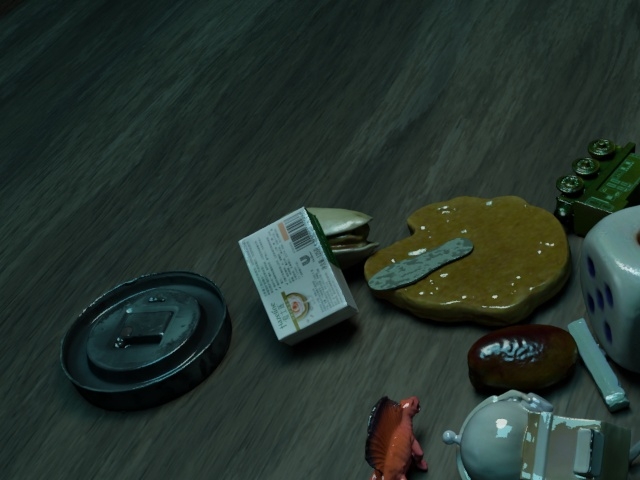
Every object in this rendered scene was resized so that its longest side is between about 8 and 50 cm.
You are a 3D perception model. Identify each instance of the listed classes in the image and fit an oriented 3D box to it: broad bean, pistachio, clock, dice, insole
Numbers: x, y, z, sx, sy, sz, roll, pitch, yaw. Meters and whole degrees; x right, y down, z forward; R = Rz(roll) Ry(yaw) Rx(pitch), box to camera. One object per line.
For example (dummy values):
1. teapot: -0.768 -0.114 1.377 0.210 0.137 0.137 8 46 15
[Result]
1. broad bean: 0.304 0.176 1.501 0.165 0.084 0.114 -3 55 9
2. pistachio: 0.000 0.000 1.818 0.223 0.126 0.152 -9 3 36
3. clock: -0.308 0.175 1.777 0.313 0.061 0.312 -12 36 9
4. dice: 0.499 0.068 1.454 0.193 0.191 0.194 -14 34 -2
5. insole: 0.172 0.041 1.704 0.193 0.006 0.065 -24 35 -9

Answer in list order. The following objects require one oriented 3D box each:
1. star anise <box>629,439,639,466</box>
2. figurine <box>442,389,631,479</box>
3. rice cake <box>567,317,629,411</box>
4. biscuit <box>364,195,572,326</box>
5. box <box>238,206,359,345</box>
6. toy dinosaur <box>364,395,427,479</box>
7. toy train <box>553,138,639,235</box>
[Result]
1. star anise: 0.524 0.263 1.288 0.263 0.081 0.230 -1 49 18
2. figurine: 0.282 0.282 1.329 0.237 0.141 0.162 -4 70 33
3. rice cake: 0.414 0.182 1.484 0.042 0.030 0.180 -20 35 5
4. biscuit: 0.260 0.030 1.733 0.352 0.057 0.312 1 38 25
5. box: -0.038 0.062 1.696 0.135 0.081 0.199 -27 68 11
6. toy dinosaur: 0.085 0.308 1.362 0.070 0.138 0.286 1 40 25
7. toy train: 0.510 -0.094 1.773 0.137 0.090 0.225 23 51 33
